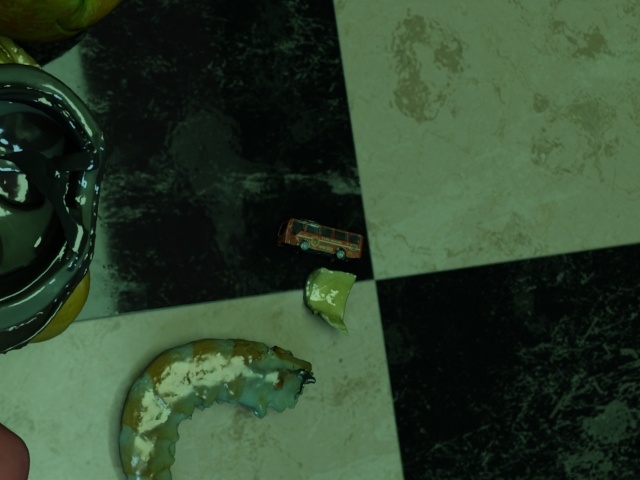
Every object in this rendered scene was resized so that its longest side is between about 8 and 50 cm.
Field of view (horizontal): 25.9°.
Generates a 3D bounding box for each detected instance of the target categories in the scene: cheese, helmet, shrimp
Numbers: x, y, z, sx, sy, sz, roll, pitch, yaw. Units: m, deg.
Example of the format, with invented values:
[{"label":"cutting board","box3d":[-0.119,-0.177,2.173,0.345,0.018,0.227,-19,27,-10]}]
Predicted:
[{"label":"cheese","box3d":[0.011,0.081,1.763,0.060,0.041,0.084,13,64,-29]},{"label":"helmet","box3d":[-0.358,-0.045,1.431,0.225,0.177,0.305,16,99,-33]},{"label":"shrimp","box3d":[-0.149,0.223,1.664,0.185,0.068,0.287,36,74,-14]}]

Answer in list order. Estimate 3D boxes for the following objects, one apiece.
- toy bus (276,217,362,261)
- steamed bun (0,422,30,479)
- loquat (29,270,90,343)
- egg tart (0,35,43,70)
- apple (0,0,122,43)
[{"label":"toy bus","box3d":[0.000,0.000,1.772,0.110,0.031,0.043,14,77,-23]},{"label":"steamed bun","box3d":[-0.433,0.256,1.401,0.309,0.309,0.309,3,83,-23]},{"label":"loquat","box3d":[-0.328,0.045,1.567,0.141,0.141,0.141,3,83,-23]},{"label":"egg tart","box3d":[-0.420,-0.133,1.562,0.288,0.118,0.288,2,86,-27]},{"label":"apple","box3d":[-0.323,-0.352,1.557,0.226,0.246,0.246,35,71,7]}]
